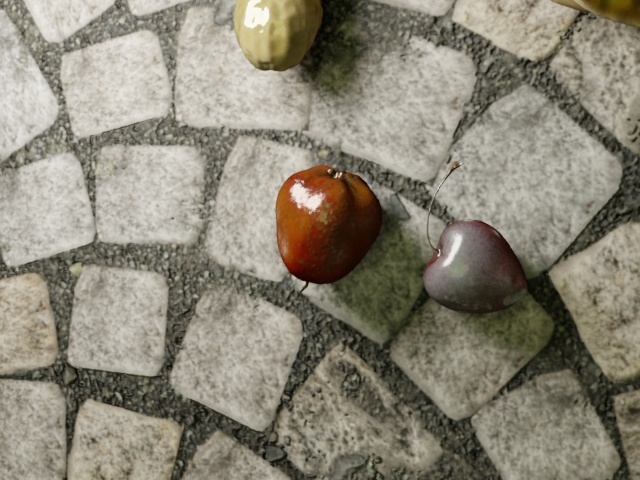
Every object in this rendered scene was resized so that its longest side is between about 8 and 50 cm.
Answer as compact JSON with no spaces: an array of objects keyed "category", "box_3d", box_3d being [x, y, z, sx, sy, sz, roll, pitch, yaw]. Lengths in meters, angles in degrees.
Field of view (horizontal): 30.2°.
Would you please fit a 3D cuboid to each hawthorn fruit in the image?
[{"category":"hawthorn fruit","box_3d":[0.000,0.000,1.661,0.163,0.163,0.203,18,106,16]}]

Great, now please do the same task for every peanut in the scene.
[{"category":"peanut","box_3d":[-0.054,-0.380,1.685,0.130,0.130,0.290,4,85,17]}]

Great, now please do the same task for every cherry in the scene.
[{"category":"cherry","box_3d":[0.221,0.012,1.613,0.148,0.115,0.188,27,93,34]}]

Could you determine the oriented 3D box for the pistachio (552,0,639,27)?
[{"category":"pistachio","box_3d":[0.386,-0.389,1.504,0.321,0.229,0.238,25,64,7]}]
